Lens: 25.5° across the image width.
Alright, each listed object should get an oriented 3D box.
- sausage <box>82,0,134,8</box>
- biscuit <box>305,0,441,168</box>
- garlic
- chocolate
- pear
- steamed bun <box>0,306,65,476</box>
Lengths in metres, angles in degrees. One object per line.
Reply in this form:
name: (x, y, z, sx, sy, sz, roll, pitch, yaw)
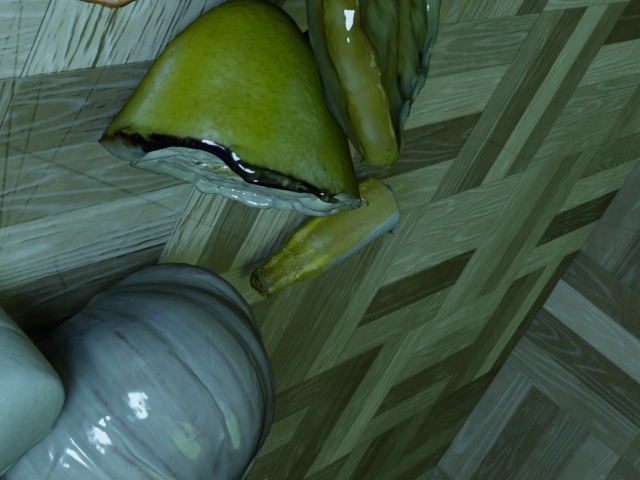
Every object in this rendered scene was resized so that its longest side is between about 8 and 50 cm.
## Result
sausage: (-0.125, -0.273, 0.899, 0.141, 0.153, 0.268, -90, -167, -44)
biscuit: (0.051, -0.236, 1.245, 0.335, 0.078, 0.329, -28, 113, -69)
garlic: (-0.176, 0.177, 1.420, 0.317, 0.259, 0.317, -34, 180, 0)
chocolate: (0.000, 0.000, 1.765, 0.219, 0.085, 0.085, -33, 154, -30)
pear: (-0.068, -0.127, 1.270, 0.267, 0.267, 0.178, 25, 74, -69)
steamed bun: (-0.340, 0.145, 1.186, 0.242, 0.146, 0.164, -36, 159, -29)
